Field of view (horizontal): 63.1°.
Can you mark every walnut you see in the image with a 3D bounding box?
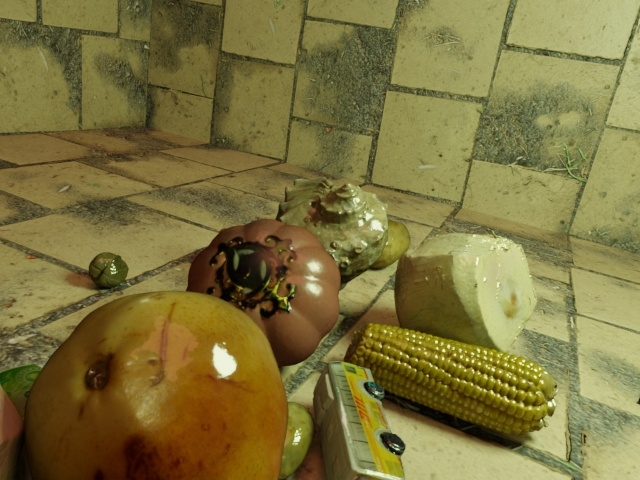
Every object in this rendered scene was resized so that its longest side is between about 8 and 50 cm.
[{"bbox_3d":[-0.488,0.067,1.200,0.092,0.092,0.092,9,19,-3],"label":"walnut"}]

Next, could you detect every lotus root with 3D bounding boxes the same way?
[{"bbox_3d":[0.183,0.005,1.622,0.160,0.146,0.284,0,15,30],"label":"lotus root"}]

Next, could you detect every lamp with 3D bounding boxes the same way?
[{"bbox_3d":[-0.108,0.111,1.017,0.305,0.240,0.306,-3,62,5],"label":"lamp"}]

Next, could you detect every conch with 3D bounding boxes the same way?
[{"bbox_3d":[-0.011,0.001,1.209,0.297,0.353,0.209,41,30,28],"label":"conch"}]

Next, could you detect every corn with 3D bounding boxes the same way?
[{"bbox_3d":[0.230,0.247,0.955,0.386,0.144,0.144,14,19,13],"label":"corn"}]

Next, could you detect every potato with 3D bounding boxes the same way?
[{"bbox_3d":[-0.056,0.293,0.779,0.091,0.070,0.138,13,19,13],"label":"potato"}]

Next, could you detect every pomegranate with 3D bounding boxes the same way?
[{"bbox_3d":[-0.179,0.215,0.624,0.318,0.320,0.319,9,19,-3],"label":"pomegranate"}]

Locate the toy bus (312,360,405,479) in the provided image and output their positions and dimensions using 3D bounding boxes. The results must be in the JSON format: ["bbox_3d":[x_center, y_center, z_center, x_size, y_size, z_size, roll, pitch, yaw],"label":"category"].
[{"bbox_3d":[0.051,0.287,0.787,0.106,0.092,0.268,22,17,-14],"label":"toy bus"}]

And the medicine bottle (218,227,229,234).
[{"bbox_3d":[-0.179,0.054,1.339,0.149,0.112,0.222,3,20,-21],"label":"medicine bottle"}]

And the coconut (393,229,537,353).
[{"bbox_3d":[0.292,0.124,1.123,0.297,0.298,0.254,-7,-3,-41],"label":"coconut"}]

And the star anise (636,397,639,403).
[{"bbox_3d":[0.727,0.341,1.044,0.097,0.070,0.191,9,21,-8],"label":"star anise"}]

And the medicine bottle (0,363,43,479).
[{"bbox_3d":[-0.423,0.240,0.721,0.188,0.088,0.132,15,20,13],"label":"medicine bottle"}]

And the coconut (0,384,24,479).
[{"bbox_3d":[-0.435,0.226,0.503,0.259,0.260,0.259,9,19,-3],"label":"coconut"}]
